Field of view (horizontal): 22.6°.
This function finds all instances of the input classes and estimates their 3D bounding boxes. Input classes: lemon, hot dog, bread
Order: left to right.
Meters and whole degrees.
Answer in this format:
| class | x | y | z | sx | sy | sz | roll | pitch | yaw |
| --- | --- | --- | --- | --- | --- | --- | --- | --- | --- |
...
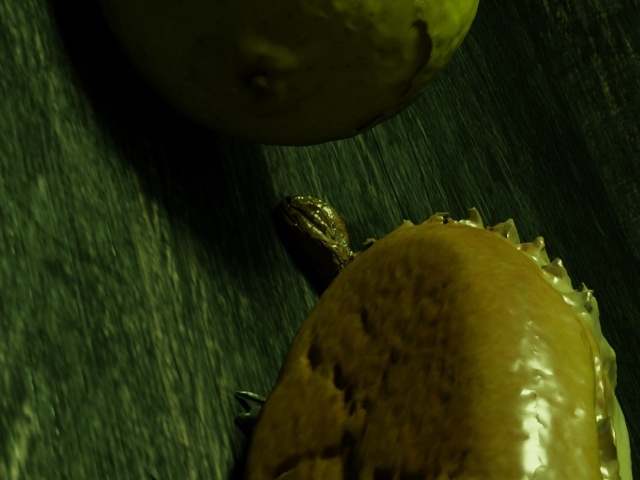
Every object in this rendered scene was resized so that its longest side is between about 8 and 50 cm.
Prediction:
| class | x | y | z | sx | sy | sz | roll | pitch | yaw |
| --- | --- | --- | --- | --- | --- | --- | --- | --- | --- |
| lemon | -0.022 | -0.200 | 1.077 | 0.293 | 0.293 | 0.293 | 52 | 21 | -29 |
| hot dog | 0.000 | 0.000 | 1.218 | 0.083 | 0.035 | 0.058 | 55 | 16 | -20 |
| bread | 0.066 | 0.150 | 0.860 | 0.183 | 0.236 | 0.389 | 49 | 22 | -37 |
